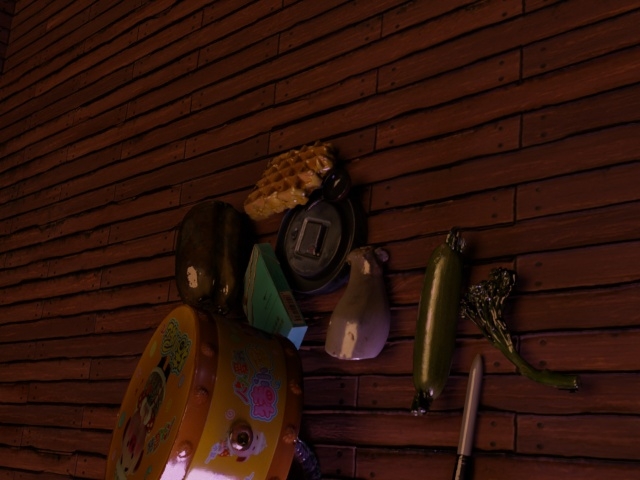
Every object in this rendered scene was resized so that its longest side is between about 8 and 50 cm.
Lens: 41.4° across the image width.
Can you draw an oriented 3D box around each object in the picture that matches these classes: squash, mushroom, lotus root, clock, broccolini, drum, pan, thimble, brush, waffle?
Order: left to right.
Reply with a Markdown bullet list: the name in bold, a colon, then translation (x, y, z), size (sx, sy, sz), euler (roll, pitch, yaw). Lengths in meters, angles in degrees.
- **drum**: translation (-0.216, 0.337, 1.534), size (0.431, 0.214, 0.431), euler (-49, 28, 39)
- **lotus root**: translation (-0.243, 0.035, 1.852), size (0.160, 0.152, 0.275), euler (118, 160, -53)
- **thimble**: translation (-0.067, 0.433, 1.562), size (0.090, 0.118, 0.135), euler (-44, 53, 33)
- **waffle**: translation (-0.052, -0.128, 1.737), size (0.211, 0.055, 0.160), euler (-16, 36, 43)
- **clock**: translation (0.000, 0.000, 1.693), size (0.226, 0.049, 0.226), euler (-20, 61, 42)
- **pan**: translation (0.017, -0.090, 1.652), size (0.115, 0.023, 0.068), euler (-39, 45, 19)
- **mushroom**: translation (0.077, 0.112, 1.532), size (0.116, 0.093, 0.225), euler (7, 73, 23)
- **squash**: translation (0.193, 0.135, 1.411), size (0.071, 0.080, 0.318), euler (5, 77, 31)
- **brush**: translation (0.231, 0.327, 1.341), size (0.042, 0.039, 0.299), euler (120, 163, -80)
- **broccolini**: translation (0.316, 0.131, 1.295), size (0.271, 0.062, 0.123), euler (45, 125, 51)

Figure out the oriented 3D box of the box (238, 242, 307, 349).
- **box**: translation (-0.099, 0.140, 1.714), size (0.229, 0.041, 0.162), euler (63, 145, 39)
